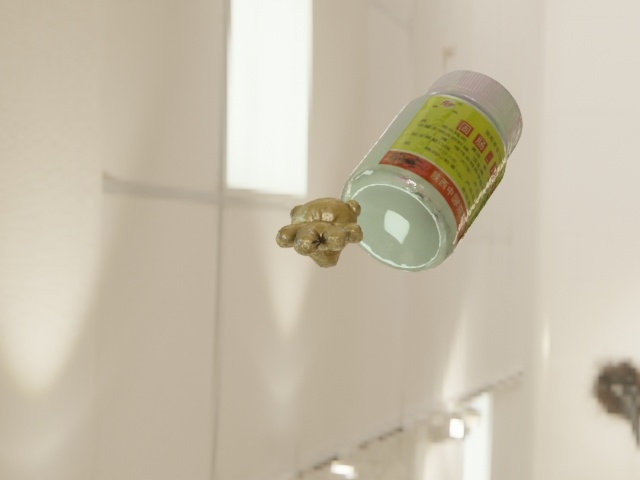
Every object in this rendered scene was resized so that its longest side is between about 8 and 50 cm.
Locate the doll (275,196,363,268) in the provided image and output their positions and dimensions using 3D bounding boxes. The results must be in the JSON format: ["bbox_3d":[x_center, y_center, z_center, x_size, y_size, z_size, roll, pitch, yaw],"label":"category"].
[{"bbox_3d":[-0.001,-0.009,1.102,0.093,0.061,0.051,63,-157,-81],"label":"doll"}]

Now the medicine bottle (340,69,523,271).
[{"bbox_3d":[0.127,-0.080,1.736,0.225,0.139,0.139,-52,-36,-42],"label":"medicine bottle"}]
